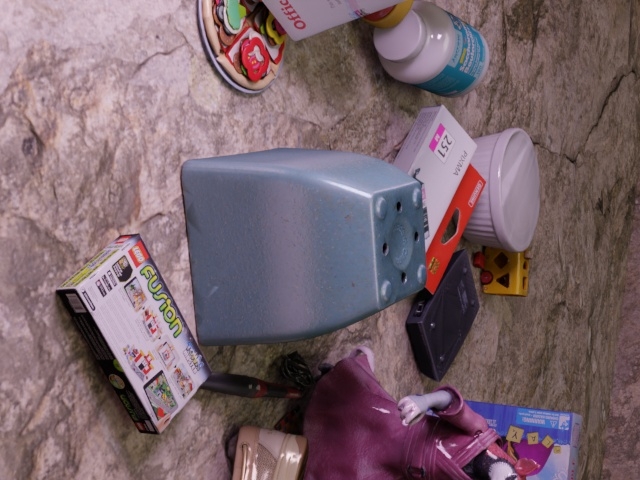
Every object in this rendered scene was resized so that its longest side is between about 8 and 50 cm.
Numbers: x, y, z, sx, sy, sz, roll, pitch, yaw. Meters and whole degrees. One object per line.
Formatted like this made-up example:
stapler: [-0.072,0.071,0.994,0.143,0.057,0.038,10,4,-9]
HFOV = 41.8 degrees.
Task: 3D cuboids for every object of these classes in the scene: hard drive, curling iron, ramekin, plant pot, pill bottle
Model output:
hard drive: [0.252,0.148,1.709,0.255,0.054,0.172,-50,131,-45]
curling iron: [-0.101,0.192,1.168,0.274,0.035,0.068,9,62,-53]
ramekin: [0.383,-0.110,1.846,0.273,0.127,0.273,-4,95,-58]
plant pot: [0.000,0.000,1.117,0.248,0.252,0.247,-18,105,-57]
pill bottle: [0.198,-0.349,1.525,0.264,0.146,0.146,-1,91,-58]

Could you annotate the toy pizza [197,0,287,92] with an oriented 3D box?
toy pizza: [-0.096,-0.306,1.161,0.201,0.032,0.201,-2,92,-58]

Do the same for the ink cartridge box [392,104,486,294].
ink cartridge box: [0.216,-0.069,1.549,0.239,0.060,0.275,41,68,-33]

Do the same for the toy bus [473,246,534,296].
toy bus: [0.445,0.040,1.970,0.191,0.104,0.202,-57,136,-41]

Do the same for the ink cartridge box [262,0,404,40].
ink cartridge box: [0.035,-0.435,1.113,0.198,0.270,0.197,44,40,-50]

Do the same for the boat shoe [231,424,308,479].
boat shoe: [-0.107,0.411,1.093,0.121,0.110,0.341,94,11,-58]

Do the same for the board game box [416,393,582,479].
board game box: [0.308,0.463,1.560,0.066,0.318,0.318,29,65,-53]

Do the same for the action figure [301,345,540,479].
action figure: [0.150,0.319,1.247,0.276,0.370,0.248,-14,111,-66]

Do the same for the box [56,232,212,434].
box: [-0.209,0.109,0.968,0.114,0.036,0.207,-49,125,-46]

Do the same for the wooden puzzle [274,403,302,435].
wooden puzzle: [-0.050,0.289,1.273,0.083,0.006,0.049,-39,123,-51]

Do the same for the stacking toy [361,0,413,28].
stacking toy: [0.129,-0.506,1.306,0.130,0.279,0.309,-4,95,-47]
